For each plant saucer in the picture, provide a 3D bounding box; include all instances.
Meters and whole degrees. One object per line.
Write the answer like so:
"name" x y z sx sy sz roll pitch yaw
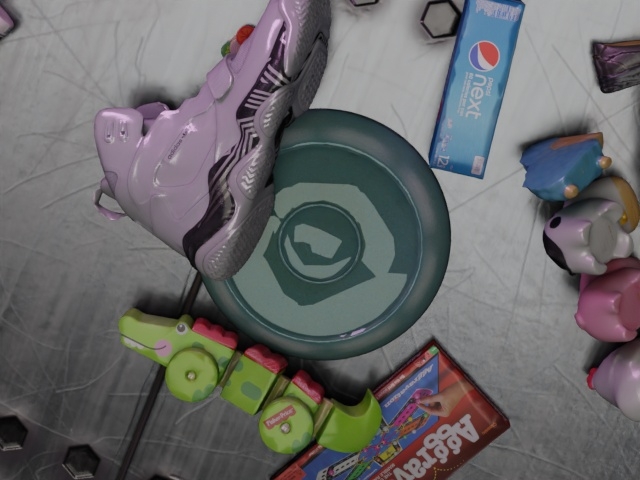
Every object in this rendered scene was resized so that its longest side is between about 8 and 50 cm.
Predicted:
"plant saucer" 0.000 0.000 1.882 0.318 0.043 0.317 1 103 3

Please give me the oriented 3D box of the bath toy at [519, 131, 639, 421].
"bath toy" 0.334 0.049 1.832 0.151 0.129 0.348 -31 108 -31

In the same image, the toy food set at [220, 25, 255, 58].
"toy food set" -0.078 -0.213 1.846 0.083 0.020 0.082 6 104 3

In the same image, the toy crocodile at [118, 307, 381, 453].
"toy crocodile" -0.089 0.165 1.884 0.341 0.115 0.105 28 96 2

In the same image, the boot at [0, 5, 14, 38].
"boot" -0.456 -0.294 1.825 0.086 0.069 0.190 -40 100 9

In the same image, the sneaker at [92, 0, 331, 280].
"sneaker" -0.133 -0.153 1.783 0.210 0.137 0.365 23 103 13

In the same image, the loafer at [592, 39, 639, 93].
"loafer" 0.398 -0.225 1.794 0.170 0.062 0.061 -19 97 7

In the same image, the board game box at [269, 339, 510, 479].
"board game box" 0.085 0.267 1.948 0.281 0.027 0.145 -42 99 12

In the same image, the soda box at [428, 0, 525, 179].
"soda box" 0.181 -0.184 1.810 0.067 0.071 0.210 13 104 0
